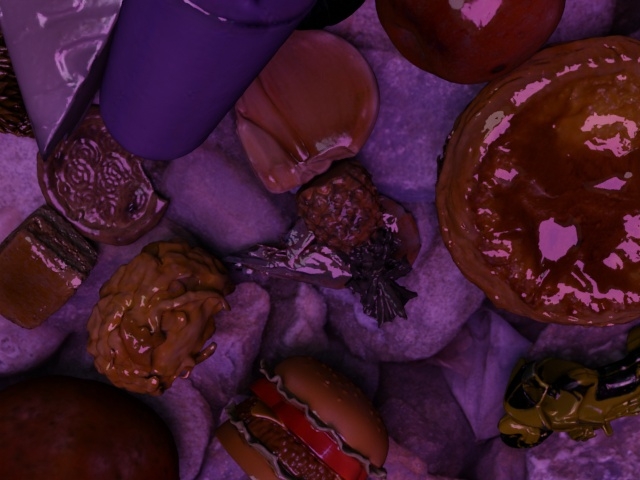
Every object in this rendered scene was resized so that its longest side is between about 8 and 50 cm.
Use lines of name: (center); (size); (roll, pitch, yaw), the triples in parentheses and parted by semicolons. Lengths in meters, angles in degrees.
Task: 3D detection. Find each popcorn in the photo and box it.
popcorn: (-0.251, 0.122, 1.466); (0.190, 0.250, 0.250); (39, 112, 7)

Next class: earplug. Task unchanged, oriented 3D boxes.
earplug: (-0.175, -0.253, 1.232); (0.215, 0.215, 0.456); (33, 150, -9)

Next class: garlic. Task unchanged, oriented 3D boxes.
garlic: (-0.023, -0.202, 1.358); (0.217, 0.110, 0.228); (-25, 81, 11)

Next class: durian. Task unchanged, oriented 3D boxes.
durian: (-0.538, -0.251, 1.379); (0.306, 0.172, 0.166); (41, 135, -20)

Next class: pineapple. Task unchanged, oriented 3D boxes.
pineapple: (0.063, 0.005, 1.395); (0.128, 0.128, 0.248); (-26, 104, 16)

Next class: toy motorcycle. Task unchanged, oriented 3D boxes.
toy motorcycle: (0.430, 0.234, 1.494); (0.342, 0.142, 0.206); (-23, 147, 14)

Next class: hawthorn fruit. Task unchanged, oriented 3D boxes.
hawthorn fruit: (-0.435, 0.430, 1.530); (0.402, 0.403, 0.403); (2, 113, 5)

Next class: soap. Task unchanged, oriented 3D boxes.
soap: (-0.299, -0.289, 1.321); (0.257, 0.159, 0.302); (-10, 108, 7)

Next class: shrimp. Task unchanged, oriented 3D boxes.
shrimp: (0.000, 0.000, 1.480); (0.316, 0.062, 0.164); (-2, 105, 3)

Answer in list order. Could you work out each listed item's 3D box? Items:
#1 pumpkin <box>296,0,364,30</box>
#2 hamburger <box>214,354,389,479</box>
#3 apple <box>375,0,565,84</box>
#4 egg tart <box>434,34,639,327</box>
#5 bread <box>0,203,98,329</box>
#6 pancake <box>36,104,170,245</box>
pumpkin: (-0.015, -0.374, 1.269); (0.194, 0.150, 0.194); (1, 112, 4)
hamburger: (-0.014, 0.307, 1.499); (0.274, 0.274, 0.212); (45, 84, -13)
apple: (0.188, -0.315, 1.216); (0.253, 0.253, 0.254); (2, 113, 5)
egg tart: (0.380, -0.080, 1.342); (0.443, 0.178, 0.443); (3, 115, 6)
bread: (-0.463, 0.053, 1.511); (0.196, 0.102, 0.138); (-36, 107, 27)
pancake: (-0.346, -0.098, 1.486); (0.212, 0.029, 0.235); (-14, 109, 12)
